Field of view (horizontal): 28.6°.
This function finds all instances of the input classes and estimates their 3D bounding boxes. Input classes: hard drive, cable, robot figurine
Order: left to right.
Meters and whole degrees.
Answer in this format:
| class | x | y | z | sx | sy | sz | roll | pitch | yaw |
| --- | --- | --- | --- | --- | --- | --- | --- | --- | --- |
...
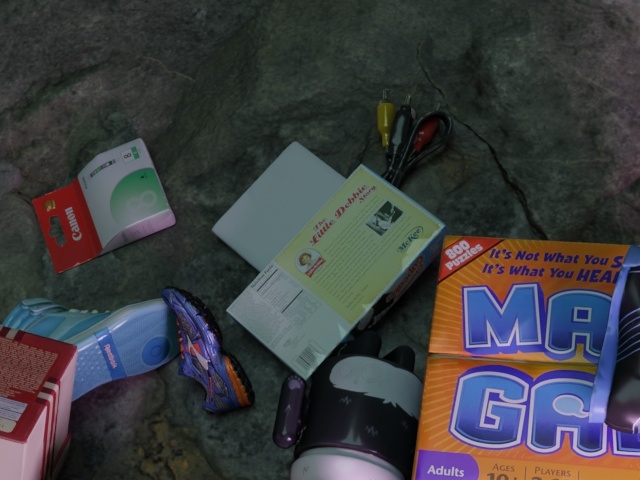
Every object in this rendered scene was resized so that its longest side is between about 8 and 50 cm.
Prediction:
| class | x | y | z | sx | sy | sz | roll | pitch | yaw |
| --- | --- | --- | --- | --- | --- | --- | --- | --- | --- |
| hard drive | 0.000 | 0.000 | 2.044 | 0.319 | 0.040 | 0.210 | 39 | 82 | 29 |
| robot figurine | 0.055 | 0.274 | 1.795 | 0.209 | 0.173 | 0.278 | 3 | 57 | 19 |
| cable | 0.137 | -0.127 | 2.131 | 0.139 | 0.072 | 0.287 | 14 | 72 | 9 |

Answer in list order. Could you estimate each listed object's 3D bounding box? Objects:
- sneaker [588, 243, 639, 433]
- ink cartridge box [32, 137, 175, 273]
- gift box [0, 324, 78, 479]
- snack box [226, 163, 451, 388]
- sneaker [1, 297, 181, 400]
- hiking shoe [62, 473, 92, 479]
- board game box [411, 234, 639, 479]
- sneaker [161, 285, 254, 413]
| class | x | y | z | sx | sy | sz | roll | pitch | yaw |
| --- | --- | --- | --- | --- | --- | --- | --- | --- | --- |
| sneaker | 0.375 | 0.116 | 1.460 | 0.090 | 0.081 | 0.232 | 12 | 67 | 14 |
| ink cartridge box | -0.382 | -0.063 | 2.175 | 0.225 | 0.056 | 0.181 | -22 | 55 | -6 |
| gift box | -0.501 | 0.288 | 1.755 | 0.255 | 0.258 | 0.276 | 17 | 34 | 6 |
| snack box | 0.029 | 0.053 | 1.949 | 0.187 | 0.060 | 0.322 | 39 | 82 | 29 |
| sneaker | -0.372 | 0.137 | 2.000 | 0.319 | 0.127 | 0.208 | -21 | 35 | -24 |
| hiking shoe | -0.322 | 0.433 | 1.809 | 0.114 | 0.086 | 0.227 | -40 | 59 | -20 |
| board game box | 0.330 | 0.244 | 1.645 | 0.356 | 0.356 | 0.356 | 3 | 58 | 12 |
| sneaker | -0.188 | 0.170 | 1.922 | 0.087 | 0.083 | 0.221 | -30 | 86 | 3 |
